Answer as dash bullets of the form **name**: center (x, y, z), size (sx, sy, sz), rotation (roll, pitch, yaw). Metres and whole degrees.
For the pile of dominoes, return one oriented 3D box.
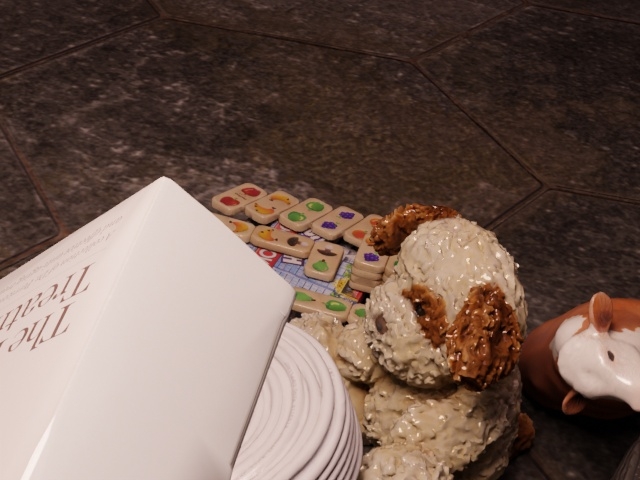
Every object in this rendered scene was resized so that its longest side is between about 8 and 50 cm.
- **pile of dominoes**: center (0.000, 0.000, 1.403), size (0.251, 0.040, 0.196), rotation (15, 31, 6)

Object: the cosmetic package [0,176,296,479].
- **cosmetic package**: center (-0.201, 0.163, 0.696), size (0.097, 0.377, 0.284), rotation (41, 41, -24)

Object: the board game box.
- **board game box**: center (-0.044, 0.026, 1.446), size (0.194, 0.060, 0.194), rotation (17, 31, 10)

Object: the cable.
- **cable**: center (-0.100, 0.155, 1.119), size (0.257, 0.089, 0.257), rotation (-34, 40, -24)

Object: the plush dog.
- **plush dog**: center (0.101, 0.092, 1.213), size (0.210, 0.225, 0.262), rotation (-3, 33, -21)

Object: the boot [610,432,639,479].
- **boot**: center (0.296, 0.287, 1.087), size (0.223, 0.118, 0.338), rotation (20, 37, 2)

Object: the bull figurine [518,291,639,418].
- **bull figurine**: center (0.258, 0.102, 1.258), size (0.188, 0.101, 0.310), rotation (10, -4, -7)
